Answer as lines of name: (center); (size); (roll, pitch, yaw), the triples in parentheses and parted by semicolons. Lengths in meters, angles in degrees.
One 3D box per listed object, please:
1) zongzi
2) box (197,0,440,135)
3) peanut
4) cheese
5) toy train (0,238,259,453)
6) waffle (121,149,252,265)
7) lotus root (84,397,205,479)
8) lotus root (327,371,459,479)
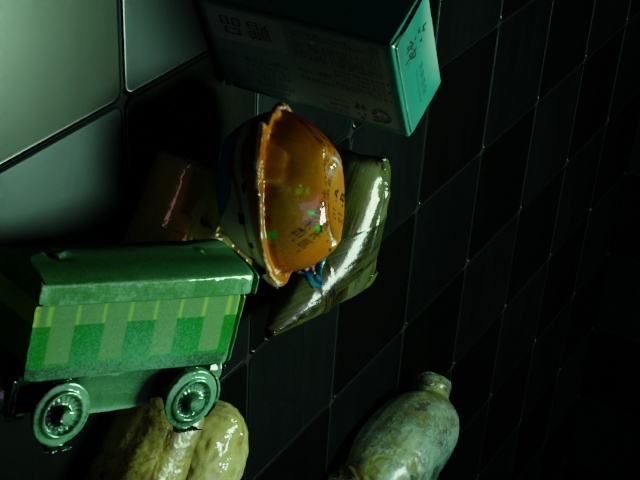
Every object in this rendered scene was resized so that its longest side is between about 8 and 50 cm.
zongzi: (0.000, 0.000, 1.735); (0.242, 0.112, 0.221); (-30, 136, -52)
box: (0.001, -0.221, 1.408); (0.092, 0.245, 0.153); (-60, 155, -27)
peanut: (-0.149, 0.279, 1.646); (0.140, 0.109, 0.159); (-82, -169, -62)
cheese: (-0.034, -0.037, 1.485); (0.329, 0.129, 0.217); (59, 34, -69)
toy train: (-0.212, 0.098, 1.303); (0.301, 0.120, 0.202); (-2, 112, -43)
waffle: (-0.156, 0.026, 1.503); (0.248, 0.055, 0.221); (26, 85, -65)
lotus root: (-0.210, 0.257, 1.517); (0.258, 0.110, 0.097); (-69, -163, -9)
lotus root: (0.149, 0.373, 2.264); (0.349, 0.175, 0.175); (-46, 146, -40)
